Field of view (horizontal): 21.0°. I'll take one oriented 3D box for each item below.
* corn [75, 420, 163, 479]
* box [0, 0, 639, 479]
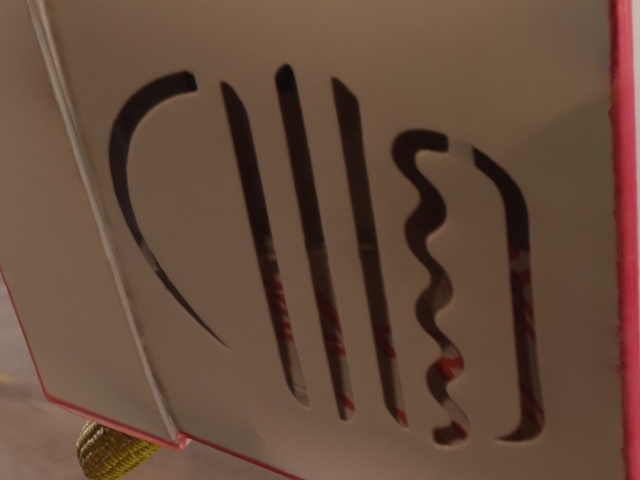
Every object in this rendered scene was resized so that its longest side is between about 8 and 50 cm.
[{"bbox_3d":[-0.167,0.165,1.689,0.080,0.231,0.080,29,37,-25],"label":"corn"},{"bbox_3d":[0.052,-0.093,0.706,0.300,0.314,0.312,17,48,28],"label":"box"}]
